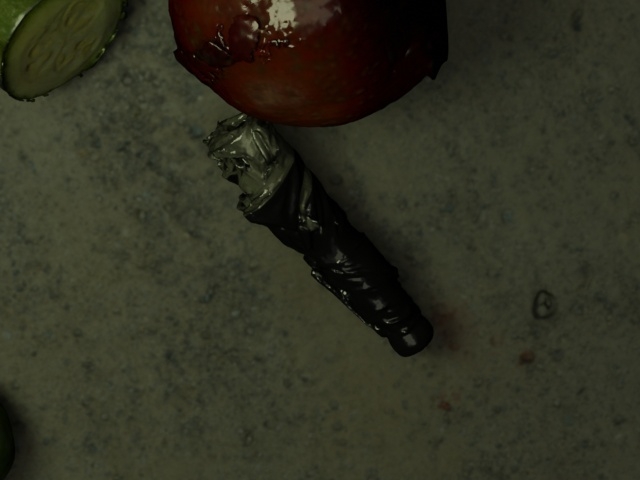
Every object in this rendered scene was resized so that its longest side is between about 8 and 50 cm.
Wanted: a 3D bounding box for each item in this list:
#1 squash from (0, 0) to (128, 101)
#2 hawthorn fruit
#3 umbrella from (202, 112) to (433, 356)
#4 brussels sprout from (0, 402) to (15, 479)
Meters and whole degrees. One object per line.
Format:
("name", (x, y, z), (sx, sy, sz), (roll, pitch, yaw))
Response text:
("squash", (-0.358, -0.301, 1.643), (0.260, 0.189, 0.189), (43, 98, 16))
("hawthorn fruit", (-0.003, -0.258, 1.584), (0.316, 0.316, 0.316), (-1, 104, -4))
("umbrella", (-0.002, 0.003, 1.734), (0.106, 0.113, 0.358), (-38, 106, 7))
("brussels sprout", (-0.443, 0.248, 1.746), (0.183, 0.131, 0.145), (-28, 99, -2))
